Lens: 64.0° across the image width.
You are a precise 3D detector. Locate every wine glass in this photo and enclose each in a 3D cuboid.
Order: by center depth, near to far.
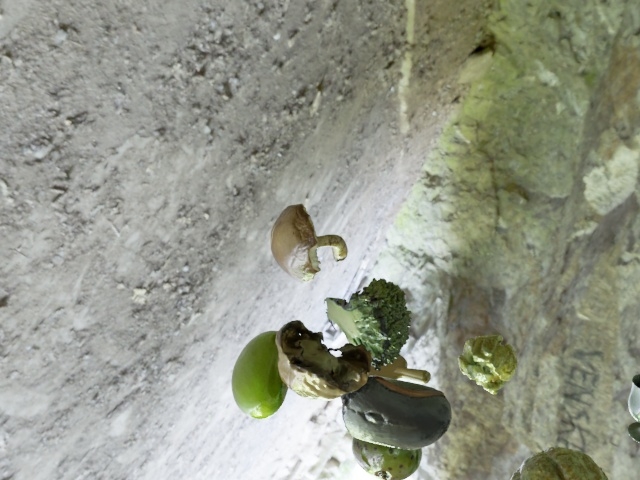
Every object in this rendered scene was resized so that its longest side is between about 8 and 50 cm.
[{"bbox_3d":[0.953,0.491,1.499,0.093,0.093,0.202,-46,129,-50],"label":"wine glass"}]

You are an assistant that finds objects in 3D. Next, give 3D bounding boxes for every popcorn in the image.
[{"bbox_3d":[0.556,0.404,1.700,0.187,0.185,0.167,-52,169,34],"label":"popcorn"}]

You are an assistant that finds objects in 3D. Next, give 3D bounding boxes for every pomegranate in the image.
[{"bbox_3d":[0.219,0.671,1.721,0.286,0.231,0.230,-69,-177,-78],"label":"pomegranate"}]

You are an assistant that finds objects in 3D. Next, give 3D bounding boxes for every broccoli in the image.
[{"bbox_3d":[0.155,0.217,1.440,0.181,0.273,0.242,-12,112,-30],"label":"broccoli"}]

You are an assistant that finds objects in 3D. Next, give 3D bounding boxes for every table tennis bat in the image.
[{"bbox_3d":[0.279,0.501,1.974,0.198,0.321,0.050,-33,113,-42],"label":"table tennis bat"}]

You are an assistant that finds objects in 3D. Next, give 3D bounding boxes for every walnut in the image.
[{"bbox_3d":[-0.010,0.302,1.204,0.204,0.238,0.141,-67,180,-70],"label":"walnut"}]

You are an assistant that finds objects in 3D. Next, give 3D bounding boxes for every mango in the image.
[{"bbox_3d":[-0.156,0.357,1.379,0.185,0.149,0.273,-26,-156,31],"label":"mango"}]

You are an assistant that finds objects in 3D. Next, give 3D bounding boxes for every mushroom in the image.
[{"bbox_3d":[-0.032,-0.013,1.561,0.302,0.208,0.232,-39,154,-57],"label":"mushroom"}]

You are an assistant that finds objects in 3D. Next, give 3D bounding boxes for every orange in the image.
[{"bbox_3d":[0.769,0.860,1.750,0.271,0.211,0.368,-93,-153,-68],"label":"orange"}]

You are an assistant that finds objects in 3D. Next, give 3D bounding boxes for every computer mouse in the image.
[{"bbox_3d":[0.209,0.462,1.360,0.116,0.324,0.182,-129,-125,-71],"label":"computer mouse"}]
